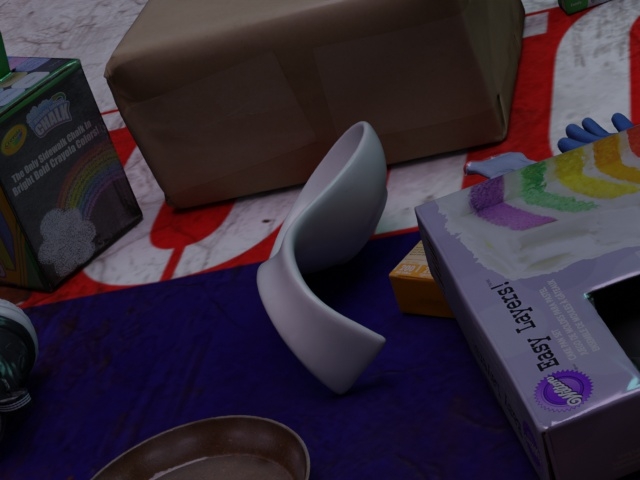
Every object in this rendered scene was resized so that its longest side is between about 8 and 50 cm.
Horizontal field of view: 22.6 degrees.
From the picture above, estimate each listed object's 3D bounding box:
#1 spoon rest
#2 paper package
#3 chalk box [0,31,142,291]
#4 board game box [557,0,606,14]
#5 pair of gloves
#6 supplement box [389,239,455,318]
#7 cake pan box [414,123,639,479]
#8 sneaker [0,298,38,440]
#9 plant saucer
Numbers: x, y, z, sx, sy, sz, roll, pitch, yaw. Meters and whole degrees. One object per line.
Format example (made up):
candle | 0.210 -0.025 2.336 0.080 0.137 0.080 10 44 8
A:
spoon rest | 0.000 0.000 1.197 0.137 0.084 0.276 -52 18 24
paper package | 0.009 -0.195 1.486 0.324 0.168 0.309 -12 28 17
chalk box | -0.276 -0.082 1.414 0.132 0.213 0.132 6 37 41
board game box | 0.311 -0.315 1.539 0.201 0.136 0.035 -20 27 1
pair of gloves | 0.200 -0.061 1.222 0.198 0.023 0.159 -15 18 -16
supplement box | 0.103 0.014 1.175 0.062 0.036 0.098 4 35 37
cake pan box | 0.212 0.027 1.013 0.245 0.070 0.267 -21 35 -1
sneaker | -0.337 0.130 1.181 0.268 0.101 0.153 -20 24 -5
plant saucer | -0.083 0.173 1.014 0.168 0.029 0.168 -16 27 9
